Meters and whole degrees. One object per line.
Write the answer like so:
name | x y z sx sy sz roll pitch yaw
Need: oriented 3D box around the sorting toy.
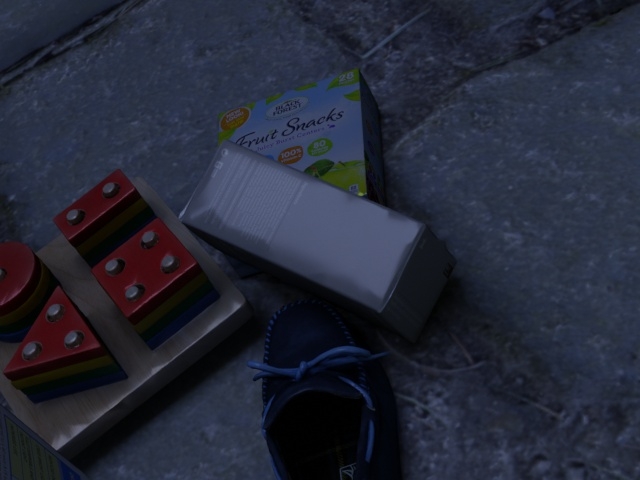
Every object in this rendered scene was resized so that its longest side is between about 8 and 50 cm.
sorting toy | -0.243 0.059 1.664 0.255 0.089 0.257 -38 46 -6

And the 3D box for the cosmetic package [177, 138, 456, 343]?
cosmetic package | 0.000 0.000 1.567 0.238 0.127 0.107 27 83 27

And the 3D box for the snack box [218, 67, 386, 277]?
snack box | -0.023 -0.075 1.747 0.174 0.070 0.207 -18 42 14

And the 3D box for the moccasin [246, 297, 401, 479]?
moccasin | 0.013 0.163 1.461 0.137 0.117 0.342 -26 42 4

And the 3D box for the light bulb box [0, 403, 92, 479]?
light bulb box | -0.348 0.303 1.333 0.225 0.361 0.358 -29 41 13
